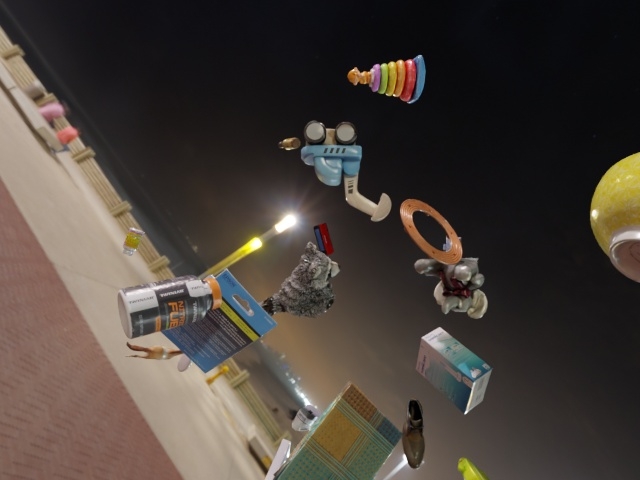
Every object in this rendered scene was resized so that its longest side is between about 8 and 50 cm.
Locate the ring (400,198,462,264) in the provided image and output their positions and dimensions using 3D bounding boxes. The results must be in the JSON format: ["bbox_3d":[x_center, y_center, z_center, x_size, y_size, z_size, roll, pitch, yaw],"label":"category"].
[{"bbox_3d":[0.462,-0.036,1.750,0.336,0.337,0.032,51,-51,12],"label":"ring"}]

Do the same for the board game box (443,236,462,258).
[{"bbox_3d":[0.648,0.058,2.040,0.060,0.194,0.194,-5,-23,32],"label":"board game box"}]

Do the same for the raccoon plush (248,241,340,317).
[{"bbox_3d":[-0.121,0.206,1.733,0.216,0.446,0.299,55,-9,36],"label":"raccoon plush"}]

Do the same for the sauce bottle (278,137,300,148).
[{"bbox_3d":[-0.125,-0.375,1.619,0.128,0.042,0.042,10,-45,57],"label":"sauce bottle"}]

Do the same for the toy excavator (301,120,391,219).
[{"bbox_3d":[0.120,-0.320,2.004,0.222,0.433,0.445,83,9,-86],"label":"toy excavator"}]

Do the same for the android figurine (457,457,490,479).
[{"bbox_3d":[0.625,0.951,1.602,0.273,0.056,0.248,42,6,-27],"label":"android figurine"}]

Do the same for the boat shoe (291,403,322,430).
[{"bbox_3d":[-0.062,0.782,1.821,0.095,0.084,0.258,38,-4,29],"label":"boat shoe"}]

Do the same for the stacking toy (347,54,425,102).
[{"bbox_3d":[0.260,-0.663,1.706,0.166,0.302,0.175,-108,-161,-78],"label":"stacking toy"}]

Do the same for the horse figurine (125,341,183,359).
[{"bbox_3d":[-0.712,0.483,1.792,0.263,0.175,0.066,45,43,-62],"label":"horse figurine"}]

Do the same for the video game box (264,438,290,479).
[{"bbox_3d":[-0.201,1.060,1.924,0.048,0.205,0.187,16,-51,13],"label":"video game box"}]

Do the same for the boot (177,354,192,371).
[{"bbox_3d":[-0.592,0.535,1.959,0.069,0.190,0.086,31,-3,30],"label":"boot"}]

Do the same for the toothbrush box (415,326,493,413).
[{"bbox_3d":[0.578,0.567,1.833,0.295,0.126,0.216,36,-43,45],"label":"toothbrush box"}]

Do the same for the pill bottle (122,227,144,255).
[{"bbox_3d":[-0.585,0.005,1.292,0.043,0.083,0.043,21,-4,2],"label":"pill bottle"}]

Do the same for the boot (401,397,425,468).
[{"bbox_3d":[0.310,0.642,1.399,0.106,0.082,0.219,65,26,-54],"label":"boot"}]

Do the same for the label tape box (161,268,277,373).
[{"bbox_3d":[-0.337,0.254,1.383,0.249,0.348,0.115,49,19,-13],"label":"label tape box"}]

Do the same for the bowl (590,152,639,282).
[{"bbox_3d":[0.635,-0.008,0.771,0.289,0.156,0.289,41,-19,17],"label":"bowl"}]

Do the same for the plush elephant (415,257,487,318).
[{"bbox_3d":[0.599,0.213,1.844,0.272,0.330,0.255,7,-82,46],"label":"plush elephant"}]

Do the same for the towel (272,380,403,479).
[{"bbox_3d":[0.065,0.672,1.299,0.271,0.370,0.040,48,-24,-8],"label":"towel"}]

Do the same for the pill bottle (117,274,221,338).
[{"bbox_3d":[-0.391,0.165,1.099,0.130,0.246,0.130,20,-65,51],"label":"pill bottle"}]

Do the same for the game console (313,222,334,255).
[{"bbox_3d":[0.000,0.000,1.891,0.124,0.085,0.144,-19,94,-68],"label":"game console"}]
